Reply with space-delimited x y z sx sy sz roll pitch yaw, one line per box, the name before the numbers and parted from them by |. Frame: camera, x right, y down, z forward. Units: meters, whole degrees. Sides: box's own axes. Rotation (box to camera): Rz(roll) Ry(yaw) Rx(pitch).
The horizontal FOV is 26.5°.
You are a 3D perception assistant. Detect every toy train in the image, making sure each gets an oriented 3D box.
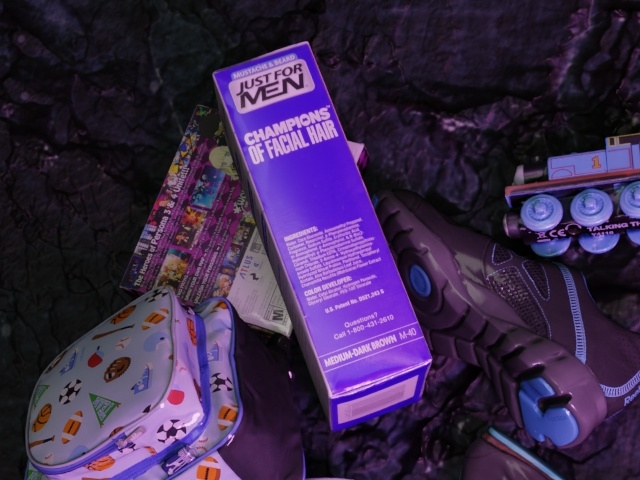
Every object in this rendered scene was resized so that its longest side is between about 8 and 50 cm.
toy train | 0.274 -0.046 1.369 0.184 0.080 0.105 -8 57 16

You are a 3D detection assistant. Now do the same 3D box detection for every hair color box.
hair color box | 0.000 0.000 1.331 0.110 0.185 0.339 -21 74 -6

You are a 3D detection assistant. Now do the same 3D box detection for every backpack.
backpack | -0.162 0.196 1.286 0.263 0.213 0.276 -41 23 16

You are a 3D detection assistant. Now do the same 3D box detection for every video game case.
video game case | -0.082 -0.021 1.481 0.210 0.042 0.232 14 73 20

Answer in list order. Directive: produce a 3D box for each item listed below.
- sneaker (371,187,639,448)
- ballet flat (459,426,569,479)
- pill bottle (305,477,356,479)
sneaker | 0.178 0.060 1.348 0.139 0.125 0.341 -27 56 -27
ballet flat | 0.243 0.273 1.239 0.280 0.095 0.096 27 87 35
pill bottle | 0.005 0.323 1.275 0.103 0.103 0.184 -8 66 14
